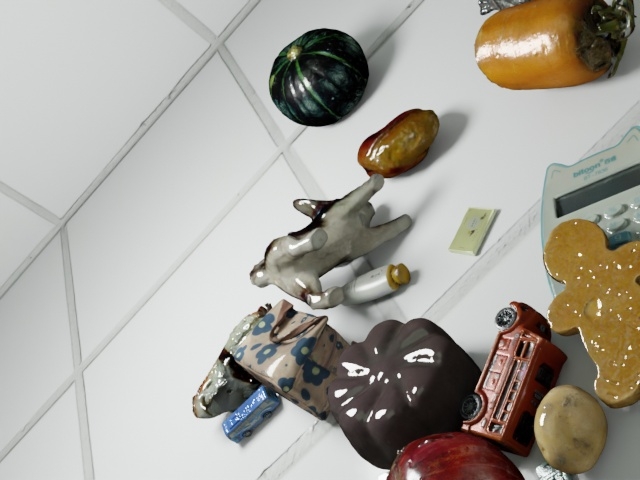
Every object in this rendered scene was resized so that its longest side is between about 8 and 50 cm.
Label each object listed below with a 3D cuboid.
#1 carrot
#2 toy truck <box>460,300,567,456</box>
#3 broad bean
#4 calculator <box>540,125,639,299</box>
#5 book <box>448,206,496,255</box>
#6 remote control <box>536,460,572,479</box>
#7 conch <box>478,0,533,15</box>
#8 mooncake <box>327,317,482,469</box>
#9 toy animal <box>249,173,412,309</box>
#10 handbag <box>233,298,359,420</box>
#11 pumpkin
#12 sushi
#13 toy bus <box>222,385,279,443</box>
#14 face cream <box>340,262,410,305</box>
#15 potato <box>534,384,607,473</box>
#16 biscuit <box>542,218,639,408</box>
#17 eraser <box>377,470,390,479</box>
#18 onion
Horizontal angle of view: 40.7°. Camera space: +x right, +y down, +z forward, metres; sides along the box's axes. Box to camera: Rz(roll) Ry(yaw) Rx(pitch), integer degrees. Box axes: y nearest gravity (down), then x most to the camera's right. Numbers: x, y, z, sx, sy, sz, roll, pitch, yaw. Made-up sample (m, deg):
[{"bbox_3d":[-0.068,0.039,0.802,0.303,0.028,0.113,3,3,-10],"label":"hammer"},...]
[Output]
[{"bbox_3d":[0.514,-0.416,1.796,0.331,0.214,0.193,-1,88,55],"label":"carrot"},{"bbox_3d":[0.342,0.236,1.485,0.114,0.107,0.253,7,67,52],"label":"toy truck"},{"bbox_3d":[0.192,-0.233,2.090,0.228,0.122,0.156,-31,14,21],"label":"broad bean"},{"bbox_3d":[0.518,-0.014,1.547,0.256,0.054,0.386,-25,44,36],"label":"calculator"},{"bbox_3d":[0.321,-0.021,1.830,0.077,0.014,0.111,9,67,53],"label":"book"},{"bbox_3d":[0.382,0.401,1.365,0.053,0.018,0.124,-39,36,22],"label":"remote control"},{"bbox_3d":[0.439,-0.649,2.064,0.186,0.241,0.313,-28,26,13],"label":"conch"},{"bbox_3d":[0.153,0.278,1.608,0.306,0.154,0.306,-30,29,18],"label":"mooncake"},{"bbox_3d":[0.000,0.000,2.019,0.344,0.194,0.302,-40,18,-33],"label":"toy animal"},{"bbox_3d":[-0.048,0.251,1.890,0.193,0.190,0.251,-53,30,-12],"label":"handbag"},{"bbox_3d":[-0.015,-0.471,2.459,0.315,0.238,0.315,-28,39,26],"label":"pumpkin"},{"bbox_3d":[-0.185,0.299,2.065,0.332,0.124,0.130,-59,23,-7],"label":"sushi"},{"bbox_3d":[-0.163,0.403,1.999,0.153,0.061,0.051,-43,40,12],"label":"toy bus"},{"bbox_3d":[0.118,0.100,1.937,0.182,0.051,0.072,-23,40,36],"label":"face cream"},{"bbox_3d":[0.398,0.296,1.366,0.112,0.112,0.147,-20,51,40],"label":"potato"},{"bbox_3d":[0.482,0.098,1.436,0.216,0.047,0.340,-45,43,19],"label":"biscuit"},{"bbox_3d":[0.153,0.506,1.526,0.092,0.046,0.212,-32,38,27],"label":"eraser"},{"bbox_3d":[0.203,0.435,1.348,0.276,0.276,0.276,-32,39,30],"label":"onion"}]
